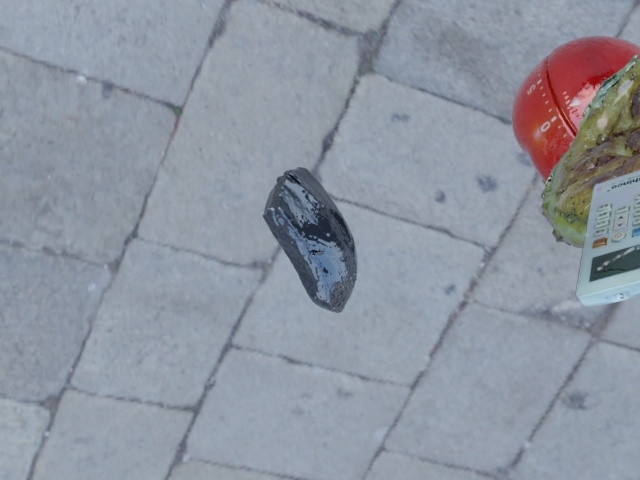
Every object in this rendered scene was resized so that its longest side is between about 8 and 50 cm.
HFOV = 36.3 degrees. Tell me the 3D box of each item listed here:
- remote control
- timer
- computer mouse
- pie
[{"bbox_3d":[0.244,-0.007,0.771,0.065,0.166,0.029,-19,118,33],"label":"remote control"},{"bbox_3d":[0.567,-0.221,1.919,0.378,0.378,0.279,30,130,-27],"label":"timer"},{"bbox_3d":[0.000,0.000,1.343,0.073,0.122,0.217,-19,114,27],"label":"computer mouse"},{"bbox_3d":[0.371,-0.102,1.020,0.103,0.355,0.288,44,61,-23],"label":"pie"}]
